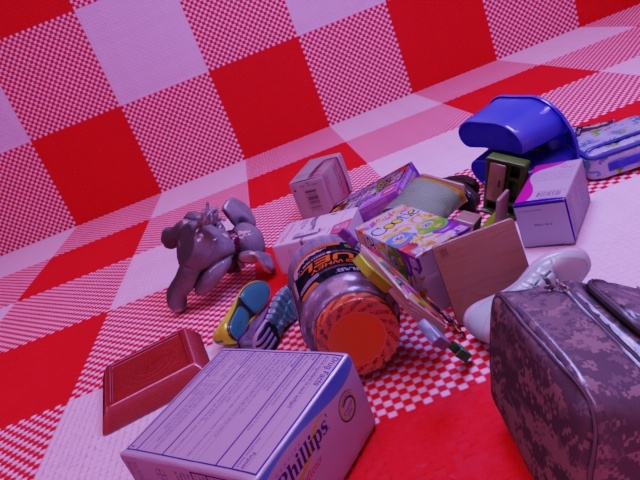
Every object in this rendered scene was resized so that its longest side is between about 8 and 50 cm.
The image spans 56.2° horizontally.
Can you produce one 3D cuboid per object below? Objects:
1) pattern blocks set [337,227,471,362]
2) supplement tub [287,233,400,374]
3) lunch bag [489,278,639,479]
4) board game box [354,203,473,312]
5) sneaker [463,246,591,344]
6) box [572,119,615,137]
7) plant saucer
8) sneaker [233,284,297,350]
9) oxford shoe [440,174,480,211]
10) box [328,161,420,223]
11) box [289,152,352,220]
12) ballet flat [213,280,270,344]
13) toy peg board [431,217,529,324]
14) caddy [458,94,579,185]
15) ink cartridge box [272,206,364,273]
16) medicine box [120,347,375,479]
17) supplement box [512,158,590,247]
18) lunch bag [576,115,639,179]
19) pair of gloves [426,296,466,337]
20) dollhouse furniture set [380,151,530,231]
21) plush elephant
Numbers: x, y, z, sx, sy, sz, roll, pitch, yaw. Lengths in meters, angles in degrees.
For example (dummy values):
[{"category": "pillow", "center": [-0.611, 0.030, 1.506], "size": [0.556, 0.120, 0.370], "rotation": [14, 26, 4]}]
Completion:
[{"category": "pattern blocks set", "center": [0.146, 0.088, 1.077], "size": [0.026, 0.285, 0.325], "rotation": [-47, 57, 8]}, {"category": "supplement tub", "center": [0.043, 0.121, 1.194], "size": [0.193, 0.194, 0.316], "rotation": [-22, 21, -2]}, {"category": "lunch bag", "center": [0.373, 0.180, 0.735], "size": [0.255, 0.213, 0.305], "rotation": [-5, 21, -4]}, {"category": "board game box", "center": [0.212, 0.031, 1.322], "size": [0.144, 0.142, 0.275], "rotation": [-27, 22, -16]}, {"category": "sneaker", "center": [0.385, 0.110, 1.024], "size": [0.255, 0.094, 0.151], "rotation": [-33, 16, -2]}, {"category": "box", "center": [0.712, -0.278, 1.715], "size": [0.244, 0.060, 0.100], "rotation": [-8, 25, 32]}, {"category": "plant saucer", "center": [-0.386, 0.302, 1.374], "size": [0.258, 0.048, 0.259], "rotation": [-26, 22, -12]}, {"category": "sneaker", "center": [-0.119, 0.174, 1.383], "size": [0.098, 0.083, 0.224], "rotation": [-13, 22, 34]}, {"category": "oxford shoe", "center": [0.402, -0.144, 1.660], "size": [0.096, 0.083, 0.227], "rotation": [-17, 22, -1]}, {"category": "box", "center": [0.138, -0.105, 1.737], "size": [0.293, 0.057, 0.201], "rotation": [-28, 17, 33]}, {"category": "box", "center": [0.007, -0.184, 2.045], "size": [0.126, 0.149, 0.232], "rotation": [-11, 23, 24]}, {"category": "ballet flat", "center": [-0.198, 0.177, 1.471], "size": [0.077, 0.077, 0.231], "rotation": [-29, 17, 30]}, {"category": "toy peg board", "center": [0.311, 0.056, 1.164], "size": [0.161, 0.161, 0.079], "rotation": [-20, 5, 2]}, {"category": "caddy", "center": [0.533, -0.262, 1.602], "size": [0.179, 0.241, 0.341], "rotation": [-31, 23, -12]}, {"category": "ink cartridge box", "center": [0.000, 0.000, 1.607], "size": [0.217, 0.092, 0.159], "rotation": [-14, 21, 22]}, {"category": "medicine box", "center": [-0.106, 0.308, 0.938], "size": [0.289, 0.149, 0.263], "rotation": [-5, 26, 36]}, {"category": "supplement box", "center": [0.526, -0.087, 1.353], "size": [0.111, 0.114, 0.220], "rotation": [-6, 27, 37]}, {"category": "lunch bag", "center": [0.766, -0.238, 1.530], "size": [0.218, 0.090, 0.176], "rotation": [-18, 24, 12]}, {"category": "pair of gloves", "center": [0.236, 0.141, 1.119], "size": [0.010, 0.083, 0.074], "rotation": [-45, 29, 6]}, {"category": "dollhouse furniture set", "center": [0.320, -0.124, 1.456], "size": [0.301, 0.151, 0.197], "rotation": [20, 40, 31]}, {"category": "plush elephant", "center": [-0.277, 0.023, 1.713], "size": [0.330, 0.255, 0.272], "rotation": [-45, 48, 37]}]
